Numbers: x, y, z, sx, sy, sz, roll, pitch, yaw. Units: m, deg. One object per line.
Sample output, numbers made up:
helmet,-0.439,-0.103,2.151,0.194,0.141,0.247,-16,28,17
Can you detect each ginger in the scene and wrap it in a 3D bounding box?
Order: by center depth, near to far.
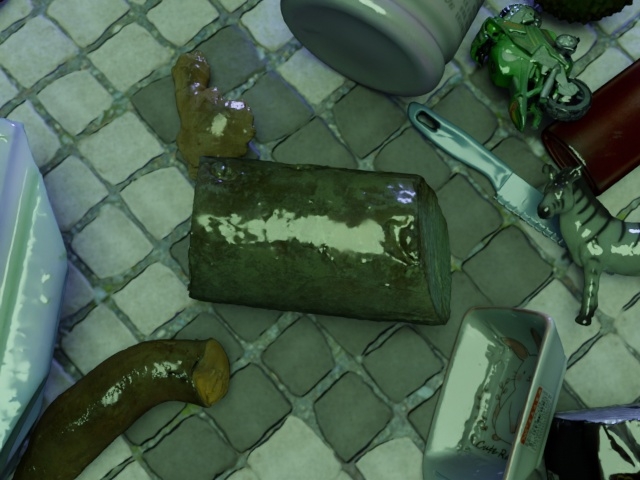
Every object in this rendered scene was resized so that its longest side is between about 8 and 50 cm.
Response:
ginger,-0.126,-0.153,0.925,0.096,0.067,0.165,-16,80,20

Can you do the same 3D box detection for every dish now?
dish,0.188,0.191,0.839,0.064,0.154,0.234,23,80,-21

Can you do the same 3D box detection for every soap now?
soap,-0.405,0.090,0.803,0.261,0.156,0.447,10,72,-19

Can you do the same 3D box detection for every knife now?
knife,0.225,-0.062,0.935,0.313,0.019,0.044,37,90,6

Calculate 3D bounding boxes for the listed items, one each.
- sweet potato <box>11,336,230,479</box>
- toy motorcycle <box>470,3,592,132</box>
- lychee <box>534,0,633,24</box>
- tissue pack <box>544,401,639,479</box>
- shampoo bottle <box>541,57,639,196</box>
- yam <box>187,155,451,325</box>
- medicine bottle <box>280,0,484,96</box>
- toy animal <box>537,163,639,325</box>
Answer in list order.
sweet potato,-0.228,0.194,0.858,0.285,0.085,0.112,-37,87,-5
toy motorcycle,0.237,-0.208,0.919,0.106,0.074,0.190,-13,57,-7
lychee,0.308,-0.332,0.905,0.171,0.171,0.171,0,80,0
tissue pack,0.341,0.338,0.775,0.198,0.210,0.370,-7,81,7
shampoo bottle,0.391,-0.164,0.926,0.260,0.064,0.102,-36,84,-6
yam,0.000,0.000,0.855,0.304,0.168,0.168,5,80,3
medicine bottle,0.112,-0.345,0.889,0.202,0.202,0.316,28,82,5
toy animal,0.338,0.006,0.879,0.216,0.073,0.176,3,98,-1
